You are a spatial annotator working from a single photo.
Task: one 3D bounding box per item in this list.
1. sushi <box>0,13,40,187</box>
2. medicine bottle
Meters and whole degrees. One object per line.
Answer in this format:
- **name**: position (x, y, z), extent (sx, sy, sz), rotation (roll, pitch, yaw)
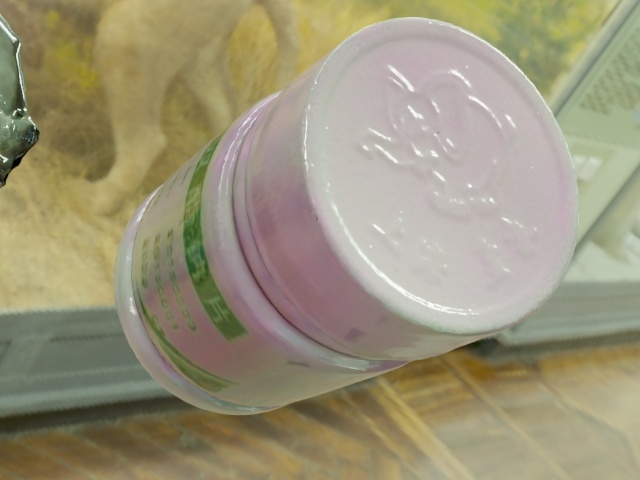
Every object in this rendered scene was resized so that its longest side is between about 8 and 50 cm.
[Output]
- **sushi**: position (-0.217, -0.019, 0.514), extent (0.147, 0.115, 0.213), rotation (21, 64, -33)
- **medicine bottle**: position (0.000, 0.000, 0.849), extent (0.212, 0.325, 0.212), rotation (9, 71, -27)
